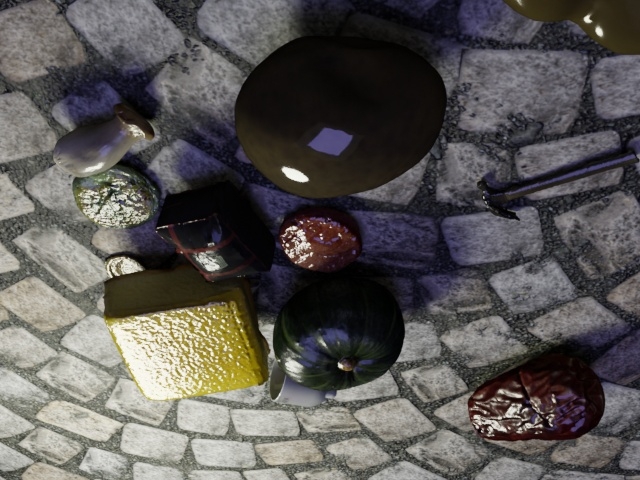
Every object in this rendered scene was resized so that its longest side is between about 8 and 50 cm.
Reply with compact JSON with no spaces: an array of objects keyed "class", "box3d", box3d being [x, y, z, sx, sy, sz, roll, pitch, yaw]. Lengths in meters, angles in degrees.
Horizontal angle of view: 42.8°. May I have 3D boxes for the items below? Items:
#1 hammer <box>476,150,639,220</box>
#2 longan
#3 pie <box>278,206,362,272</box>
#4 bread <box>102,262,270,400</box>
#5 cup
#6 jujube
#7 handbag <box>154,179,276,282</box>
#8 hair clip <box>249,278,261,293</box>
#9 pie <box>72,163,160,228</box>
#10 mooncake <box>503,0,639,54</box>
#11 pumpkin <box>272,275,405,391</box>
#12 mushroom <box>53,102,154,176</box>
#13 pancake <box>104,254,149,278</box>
[{"class":"hammer","box3d":[0.454,-0.116,1.561,0.297,0.027,0.125,-20,131,25]},{"class":"longan","box3d":[0.033,-0.203,1.342,0.350,0.288,0.288,-6,137,1]},{"class":"pie","box3d":[0.000,0.000,1.729,0.182,0.049,0.182,5,136,4]},{"class":"bread","box3d":[-0.297,0.212,1.857,0.323,0.143,0.333,-8,132,3]},{"class":"cup","box3d":[-0.043,0.336,1.994,0.142,0.134,0.173,14,168,-17]},{"class":"jujube","box3d":[0.520,0.398,1.999,0.216,0.216,0.342,36,136,-28]},{"class":"handbag","box3d":[-0.214,-0.012,1.664,0.169,0.155,0.215,-9,138,27]},{"class":"hair clip","box3d":[-0.222,0.144,1.926,0.226,0.034,0.072,-20,135,24]},{"class":"pie","box3d":[-0.424,-0.089,1.692,0.187,0.041,0.187,4,137,4]},{"class":"mooncake","box3d":[0.396,-0.469,1.014,0.467,0.262,0.467,5,140,4]},{"class":"pumpkin","box3d":[0.038,0.204,1.829,0.300,0.207,0.300,-11,141,-9]},{"class":"mushroom","box3d":[-0.416,-0.186,1.555,0.212,0.088,0.097,-27,96,25]},{"class":"pancake","box3d":[-0.447,0.071,1.892,0.115,0.011,0.115,4,136,4]}]
